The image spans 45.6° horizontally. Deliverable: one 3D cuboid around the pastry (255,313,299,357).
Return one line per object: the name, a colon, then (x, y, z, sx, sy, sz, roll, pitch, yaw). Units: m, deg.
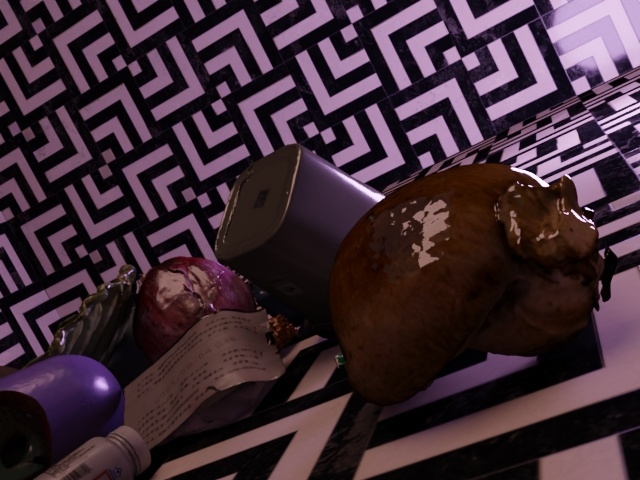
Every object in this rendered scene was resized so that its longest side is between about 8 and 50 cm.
pastry: (-0.096, 0.165, 1.216, 0.087, 0.063, 0.169, -27, 6, 28)

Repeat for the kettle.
kettle: (-0.358, 0.204, 1.612, 0.243, 0.160, 0.210, -30, 14, 19)

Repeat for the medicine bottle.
medicine bottle: (-0.272, 0.283, 0.896, 0.079, 0.079, 0.140, -22, 8, 43)

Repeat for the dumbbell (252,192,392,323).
dumbbell: (0.029, 0.037, 1.378, 0.324, 0.144, 0.160, -25, 8, 28)

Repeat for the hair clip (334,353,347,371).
hair clip: (0.099, 0.117, 0.901, 0.172, 0.049, 0.049, -25, 6, 6)

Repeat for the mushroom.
mushroom: (0.133, 0.030, 0.735, 0.283, 0.195, 0.263, -23, 2, 35)

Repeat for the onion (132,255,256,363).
onion: (-0.267, 0.113, 1.411, 0.283, 0.120, 0.227, 31, 68, 34)

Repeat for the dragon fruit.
dragon fruit: (-0.422, 0.279, 0.866, 0.130, 0.268, 0.295, 19, 0, 31)

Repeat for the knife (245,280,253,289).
knife: (-0.214, 0.136, 2.160, 0.222, 0.045, 0.021, -21, 45, 21)

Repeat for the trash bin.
trash bin: (0.000, 0.000, 1.115, 0.219, 0.250, 0.219, -22, 45, 43)

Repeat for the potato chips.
potato chips: (-0.457, 0.227, 1.369, 0.429, 0.070, 0.358, -58, -4, 23)

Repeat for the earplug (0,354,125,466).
earplug: (-0.483, 0.309, 1.057, 0.456, 0.215, 0.215, -27, 5, -35)

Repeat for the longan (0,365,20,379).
longan: (-0.687, 0.359, 1.565, 0.220, 0.197, 0.196, -39, 11, -29)

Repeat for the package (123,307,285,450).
package: (-0.175, 0.191, 1.068, 0.250, 0.062, 0.204, -31, 25, 1)
